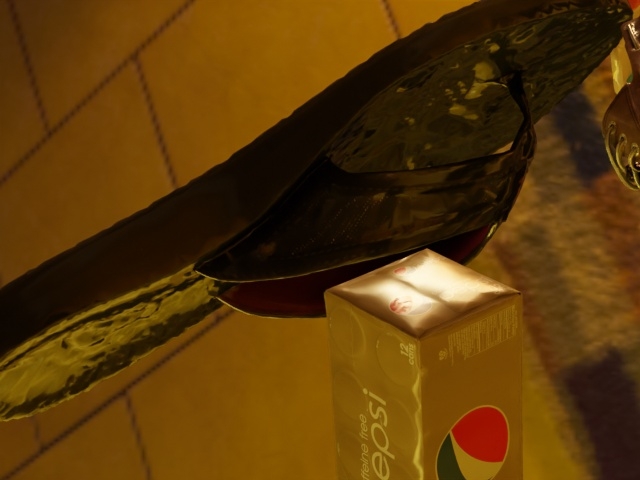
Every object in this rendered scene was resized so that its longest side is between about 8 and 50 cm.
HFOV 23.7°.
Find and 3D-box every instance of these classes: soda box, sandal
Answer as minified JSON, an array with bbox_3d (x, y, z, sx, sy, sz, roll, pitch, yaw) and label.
[{"bbox_3d":[0.046,0.100,0.650,0.061,0.058,0.181,26,128,47],"label":"soda box"},{"bbox_3d":[-0.001,0.001,0.892,0.446,0.167,0.107,-32,71,3],"label":"sandal"}]

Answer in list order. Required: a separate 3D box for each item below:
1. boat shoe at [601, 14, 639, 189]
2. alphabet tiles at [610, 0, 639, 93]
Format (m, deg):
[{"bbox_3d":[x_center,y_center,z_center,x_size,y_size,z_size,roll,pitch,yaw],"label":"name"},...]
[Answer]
[{"bbox_3d":[0.182,-0.054,0.780,0.066,0.066,0.183,-16,41,27],"label":"boat shoe"},{"bbox_3d":[0.293,-0.202,1.144,0.021,0.278,0.284,23,145,35],"label":"alphabet tiles"}]
